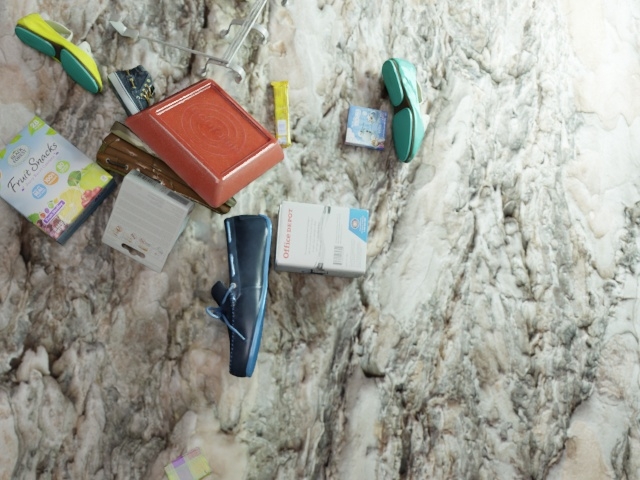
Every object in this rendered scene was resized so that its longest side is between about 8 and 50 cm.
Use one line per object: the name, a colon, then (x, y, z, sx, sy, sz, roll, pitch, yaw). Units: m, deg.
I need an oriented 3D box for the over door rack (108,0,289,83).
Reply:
over door rack: (-0.258, -0.498, 1.608, 0.324, 0.108, 0.240, 24, 74, 10)

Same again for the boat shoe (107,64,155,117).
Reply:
boat shoe: (-0.381, -0.305, 1.536, 0.083, 0.065, 0.183, -26, 61, -15)

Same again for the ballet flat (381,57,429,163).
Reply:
ballet flat: (0.205, -0.298, 1.649, 0.087, 0.083, 0.248, -6, 81, -28)

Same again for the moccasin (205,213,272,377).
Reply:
moccasin: (-0.169, 0.111, 1.492, 0.116, 0.138, 0.342, 5, 64, -4)

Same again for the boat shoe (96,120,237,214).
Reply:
boat shoe: (-0.323, -0.126, 1.520, 0.307, 0.111, 0.105, 32, 92, 5)

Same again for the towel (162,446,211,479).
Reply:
towel: (-0.265, 0.457, 1.452, 0.083, 0.009, 0.060, -28, 85, -13)

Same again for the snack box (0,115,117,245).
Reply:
snack box: (-0.557, -0.122, 1.490, 0.207, 0.070, 0.174, 37, 76, 1)

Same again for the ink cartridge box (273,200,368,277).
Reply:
ink cartridge box: (0.000, 0.000, 1.551, 0.190, 0.082, 0.140, 6, 77, -7)

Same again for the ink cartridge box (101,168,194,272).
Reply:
ink cartridge box: (-0.353, -0.037, 1.486, 0.145, 0.179, 0.045, 29, 34, -3)

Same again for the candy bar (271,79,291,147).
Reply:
candy bar: (-0.087, -0.284, 1.627, 0.040, 0.018, 0.162, -2, 79, -6)

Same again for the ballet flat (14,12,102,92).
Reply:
ballet flat: (-0.542, -0.410, 1.554, 0.231, 0.077, 0.077, 36, 59, 1)

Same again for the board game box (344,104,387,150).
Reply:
board game box: (0.104, -0.256, 1.652, 0.090, 0.020, 0.090, 8, 77, -7)

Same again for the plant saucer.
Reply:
plant saucer: (-0.225, -0.222, 1.509, 0.258, 0.048, 0.259, 44, 44, 3)
